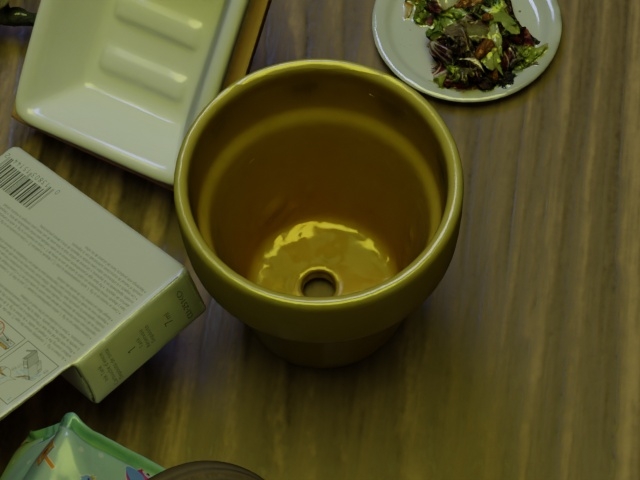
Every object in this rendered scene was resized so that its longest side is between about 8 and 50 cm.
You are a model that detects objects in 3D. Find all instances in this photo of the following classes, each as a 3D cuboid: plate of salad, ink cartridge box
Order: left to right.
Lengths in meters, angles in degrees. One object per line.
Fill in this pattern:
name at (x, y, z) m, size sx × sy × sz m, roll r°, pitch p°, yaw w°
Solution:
ink cartridge box at (-0.296, 0.062, 1.701) m, size 0.261 × 0.066 × 0.296 m, roll -40°, pitch 46°, yaw -18°
plate of salad at (0.153, -0.234, 1.911) m, size 0.199 × 0.048 × 0.200 m, roll 0°, pitch 62°, yaw 1°

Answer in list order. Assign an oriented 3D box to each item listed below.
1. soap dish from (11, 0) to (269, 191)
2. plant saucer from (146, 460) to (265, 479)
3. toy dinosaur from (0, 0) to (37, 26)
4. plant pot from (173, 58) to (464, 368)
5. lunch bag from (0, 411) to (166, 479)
soap dish at (-0.162, -0.215, 1.800) m, size 0.229 × 0.118 × 0.291 m, roll 23°, pitch 110°, yaw 14°
plant saucer at (-0.095, 0.323, 1.516) m, size 0.041 × 0.278 × 0.278 m, roll 1°, pitch 54°, yaw 45°
toy dinosaur at (-0.344, -0.234, 1.897) m, size 0.268 × 0.064 × 0.118 m, roll -23°, pitch 97°, yaw 8°
plant pot at (0.000, 0.000, 1.684) m, size 0.254 × 0.239 × 0.254 m, roll 0°, pitch 62°, yaw 1°
lunch bag at (-0.175, 0.308, 1.571) m, size 0.262 × 0.160 × 0.223 m, roll 34°, pitch 63°, yaw -18°
